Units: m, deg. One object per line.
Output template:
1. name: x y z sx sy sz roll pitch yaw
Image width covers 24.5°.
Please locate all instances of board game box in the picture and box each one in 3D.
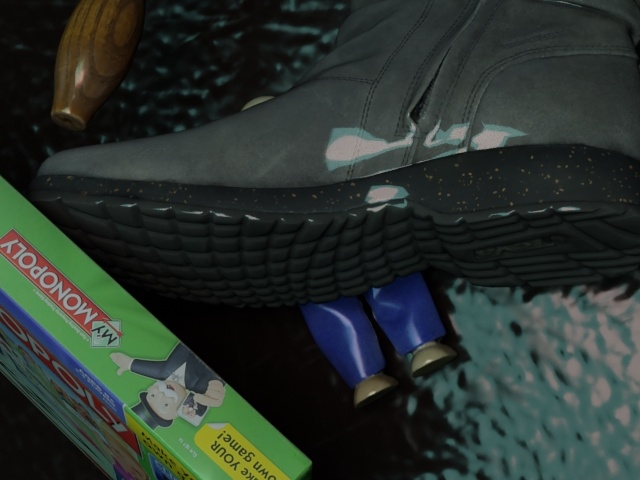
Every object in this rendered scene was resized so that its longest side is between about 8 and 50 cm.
1. board game box: -0.133 0.062 0.803 0.317 0.213 0.046 41 71 17

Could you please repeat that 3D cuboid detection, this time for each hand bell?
1. hand bell: -0.097 -0.166 0.808 0.126 0.126 0.242 10 66 19

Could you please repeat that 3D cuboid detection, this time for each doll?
1. doll: 0.000 0.000 0.846 0.129 0.046 0.189 -29 77 10

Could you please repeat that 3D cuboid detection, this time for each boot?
1. boot: 0.017 -0.087 0.801 0.338 0.118 0.223 0 64 7
